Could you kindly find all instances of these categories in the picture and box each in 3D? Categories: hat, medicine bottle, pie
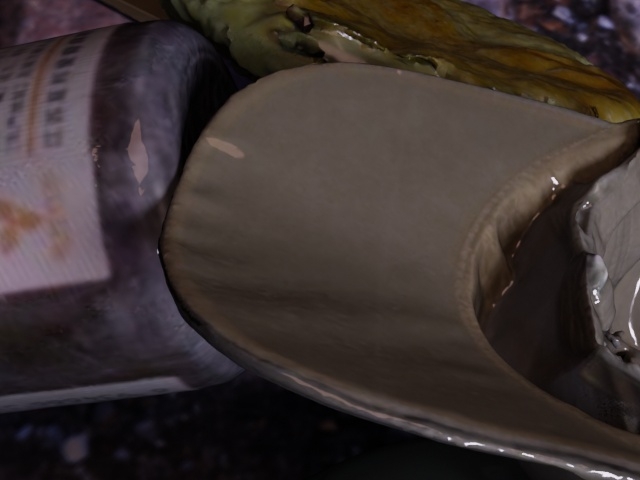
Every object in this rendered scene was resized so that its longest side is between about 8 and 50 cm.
[{"bbox_3d":[0.065,0.040,0.451,0.245,0.149,0.214,5,40,3],"label":"hat"},{"bbox_3d":[-0.171,0.000,0.522,0.273,0.165,0.165,-7,58,11],"label":"medicine bottle"},{"bbox_3d":[0.043,-0.099,0.627,0.306,0.071,0.306,17,22,-7],"label":"pie"}]

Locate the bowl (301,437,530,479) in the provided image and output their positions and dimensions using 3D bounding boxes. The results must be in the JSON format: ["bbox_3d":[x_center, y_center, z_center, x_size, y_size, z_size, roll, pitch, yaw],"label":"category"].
[{"bbox_3d":[0.073,0.199,0.481,0.289,0.146,0.289,3,58,-5],"label":"bowl"}]

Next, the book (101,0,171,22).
[{"bbox_3d":[-0.137,-0.223,0.787,0.199,0.016,0.138,29,60,11],"label":"book"}]
